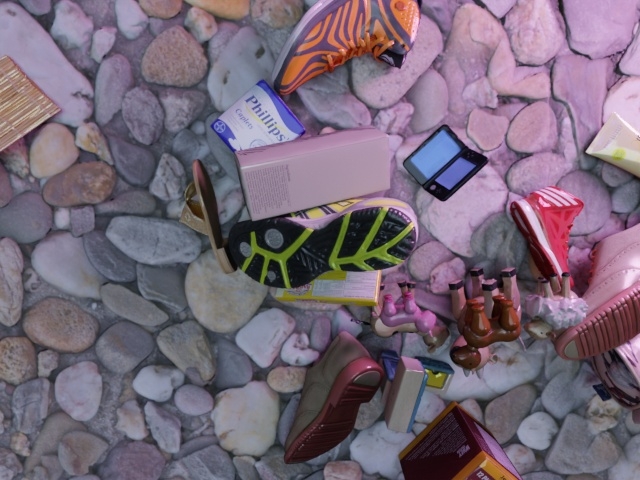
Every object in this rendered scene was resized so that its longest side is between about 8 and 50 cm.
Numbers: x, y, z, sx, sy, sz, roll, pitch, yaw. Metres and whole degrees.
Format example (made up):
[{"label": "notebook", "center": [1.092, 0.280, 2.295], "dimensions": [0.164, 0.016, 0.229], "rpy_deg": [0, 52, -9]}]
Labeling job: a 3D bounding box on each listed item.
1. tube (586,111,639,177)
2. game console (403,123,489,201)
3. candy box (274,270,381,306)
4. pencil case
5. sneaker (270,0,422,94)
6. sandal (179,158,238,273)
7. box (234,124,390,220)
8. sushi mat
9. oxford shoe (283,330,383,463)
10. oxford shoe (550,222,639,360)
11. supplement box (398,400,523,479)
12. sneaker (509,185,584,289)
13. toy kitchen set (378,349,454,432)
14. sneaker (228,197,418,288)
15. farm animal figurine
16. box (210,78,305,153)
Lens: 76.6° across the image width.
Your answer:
[{"label": "tube", "center": [0.665, -0.158, 0.819], "dimensions": [0.240, 0.062, 0.070], "rpy_deg": [31, 57, 0]}, {"label": "game console", "center": [0.248, -0.156, 0.811], "dimensions": [0.122, 0.107, 0.071], "rpy_deg": [-43, 125, 7]}, {"label": "candy box", "center": [0.017, 0.075, 0.807], "dimensions": [0.206, 0.027, 0.105], "rpy_deg": [1, 58, 20]}, {"label": "pencil case", "center": [0.785, 0.239, 0.826], "dimensions": [0.410, 0.160, 0.183], "rpy_deg": [-12, 74, 1]}, {"label": "sneaker", "center": [0.064, -0.361, 0.748], "dimensions": [0.180, 0.124, 0.321], "rpy_deg": [43, 97, -5]}, {"label": "sandal", "center": [-0.245, -0.037, 0.821], "dimensions": [0.079, 0.088, 0.240], "rpy_deg": [-15, 105, 5]}, {"label": "box", "center": [-0.013, -0.131, 0.758], "dimensions": [0.275, 0.094, 0.113], "rpy_deg": [-13, 121, -12]}, {"label": "sushi mat", "center": [-0.681, -0.212, 0.772], "dimensions": [0.316, 0.019, 0.151], "rpy_deg": [-43, 96, -13]}, {"label": "oxford shoe", "center": [0.010, 0.350, 0.884], "dimensions": [0.123, 0.130, 0.348], "rpy_deg": [15, 117, -36]}, {"label": "oxford shoe", "center": [0.597, 0.083, 0.809], "dimensions": [0.397, 0.146, 0.140], "rpy_deg": [-36, 126, -4]}, {"label": "supplement box", "center": [0.290, 0.492, 0.852], "dimensions": [0.129, 0.194, 0.191], "rpy_deg": [41, 97, -6]}, {"label": "sneaker", "center": [0.497, -0.009, 0.827], "dimensions": [0.128, 0.087, 0.221], "rpy_deg": [-29, 99, 6]}, {"label": "toy kitchen set", "center": [0.211, 0.279, 0.810], "dimensions": [0.166, 0.207, 0.122], "rpy_deg": [14, 100, -3]}, {"label": "sneaker", "center": [0.000, 0.000, 0.789], "dimensions": [0.385, 0.147, 0.145], "rpy_deg": [-3, 107, 22]}, {"label": "farm animal figurine", "center": [0.278, 0.164, 0.792], "dimensions": [0.327, 0.330, 0.172], "rpy_deg": [-13, 97, -27]}, {"label": "box", "center": [-0.120, -0.220, 0.797], "dimensions": [0.137, 0.072, 0.126], "rpy_deg": [-41, 98, 5]}]
